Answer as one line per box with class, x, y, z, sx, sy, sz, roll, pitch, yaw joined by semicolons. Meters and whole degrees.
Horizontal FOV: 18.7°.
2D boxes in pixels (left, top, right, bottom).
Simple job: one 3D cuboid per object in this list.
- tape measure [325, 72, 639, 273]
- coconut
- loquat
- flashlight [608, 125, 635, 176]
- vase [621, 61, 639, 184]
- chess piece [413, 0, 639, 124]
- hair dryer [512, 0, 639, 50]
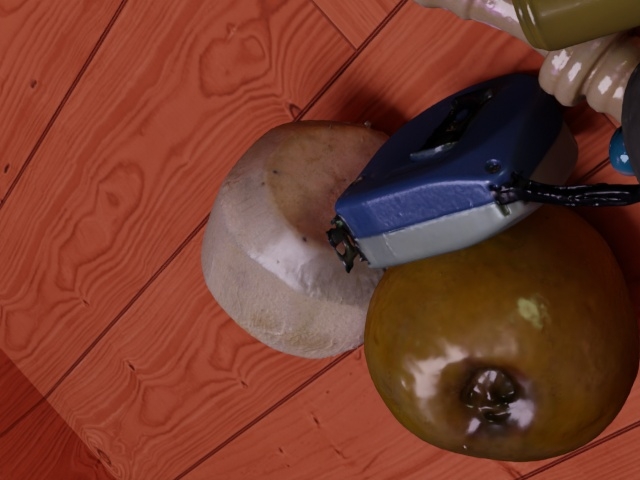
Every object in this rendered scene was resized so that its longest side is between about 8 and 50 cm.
tape measure;0.185;-0.080;1.796;0.351;0.215;0.098;-13;117;40
coconut;0.000;0.000;2.096;0.245;0.245;0.247;43;152;10
loquat;0.185;0.082;1.929;0.275;0.275;0.275;35;149;25
flashlight;0.320;-0.064;1.767;0.129;0.051;0.051;30;147;25
vase;0.364;-0.110;1.466;0.245;0.245;0.291;52;157;-6
chess piece;0.236;-0.161;1.701;0.397;0.117;0.117;39;151;14
hair dryer;0.197;-0.299;1.581;0.135;0.090;0.279;-16;103;20
